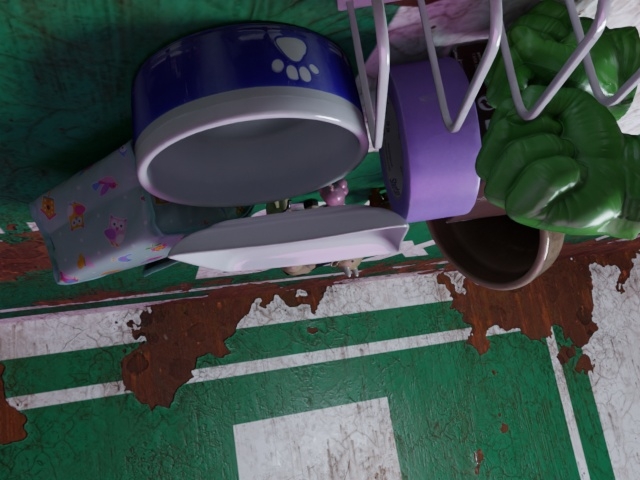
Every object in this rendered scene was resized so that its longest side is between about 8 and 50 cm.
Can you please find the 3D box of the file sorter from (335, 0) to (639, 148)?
[{"bbox_3d":[0.157,-0.193,0.407,0.278,0.173,0.193,-10,168,2],"label":"file sorter"}]

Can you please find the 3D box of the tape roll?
[{"bbox_3d":[0.123,-0.118,0.671,0.080,0.189,0.189,-9,167,-1],"label":"tape roll"}]

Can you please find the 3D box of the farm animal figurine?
[{"bbox_3d":[0.000,0.000,1.134,0.330,0.172,0.327,-1,165,-31],"label":"farm animal figurine"}]

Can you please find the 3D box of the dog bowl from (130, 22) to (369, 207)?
[{"bbox_3d":[-0.081,-0.130,0.653,0.265,0.104,0.265,-9,166,-2],"label":"dog bowl"}]

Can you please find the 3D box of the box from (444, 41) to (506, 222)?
[{"bbox_3d":[0.246,-0.136,0.724,0.167,0.168,0.203,-9,167,-2],"label":"box"}]

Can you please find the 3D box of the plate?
[{"bbox_3d":[-0.028,0.000,0.750,0.278,0.045,0.277,-7,173,5],"label":"plate"}]

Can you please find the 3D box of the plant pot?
[{"bbox_3d":[0.351,-0.074,0.979,0.229,0.263,0.263,-22,174,-27],"label":"plant pot"}]

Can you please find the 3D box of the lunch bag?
[{"bbox_3d":[-0.242,-0.041,0.834,0.223,0.160,0.262,-21,176,25],"label":"lunch bag"}]

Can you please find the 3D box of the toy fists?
[{"bbox_3d":[0.230,-0.128,0.541,0.142,0.279,0.096,8,150,9],"label":"toy fists"}]
